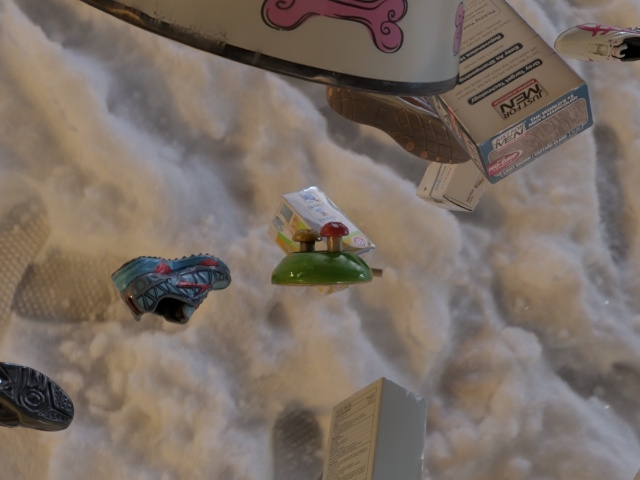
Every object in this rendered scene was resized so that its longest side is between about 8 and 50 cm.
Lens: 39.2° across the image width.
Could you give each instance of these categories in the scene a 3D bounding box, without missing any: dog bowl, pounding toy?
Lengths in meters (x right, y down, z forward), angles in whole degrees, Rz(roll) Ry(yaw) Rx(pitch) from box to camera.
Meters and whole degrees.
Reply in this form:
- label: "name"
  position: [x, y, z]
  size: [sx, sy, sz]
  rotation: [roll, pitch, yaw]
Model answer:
- label: "dog bowl"
  position: [-0.046, -0.274, 0.792]
  size: [0.408, 0.150, 0.408]
  rotation: [17, 23, -7]
- label: "pounding toy"
  position: [0.009, 0.021, 1.630]
  size: [0.183, 0.237, 0.110]
  rotation: [-1, 92, 16]

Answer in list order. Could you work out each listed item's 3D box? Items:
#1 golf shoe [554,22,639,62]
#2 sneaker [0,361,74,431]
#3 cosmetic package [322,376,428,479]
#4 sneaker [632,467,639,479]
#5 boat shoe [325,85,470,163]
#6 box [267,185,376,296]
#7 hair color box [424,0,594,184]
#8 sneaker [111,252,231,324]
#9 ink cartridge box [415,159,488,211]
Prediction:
- label: "golf shoe"
  position: [0.527, -0.362, 1.655]
  size: [0.186, 0.067, 0.086]
  rotation: [0, 23, 8]
- label: "sneaker"
  position: [-0.476, 0.238, 1.293]
  size: [0.228, 0.130, 0.087]
  rotation: [19, 38, -22]
- label: "cosmetic package"
  position: [0.086, 0.410, 1.535]
  size: [0.113, 0.160, 0.309]
  rotation: [31, 45, -20]
- label: "sneaker"
  position: [0.314, 0.229, 0.662]
  size: [0.147, 0.104, 0.296]
  rotation: [35, 21, 8]
- label: "boat shoe"
  position: [0.173, -0.266, 1.789]
  size: [0.324, 0.123, 0.116]
  rotation: [28, 56, -4]
- label: "box"
  position: [0.000, 0.000, 1.850]
  size: [0.103, 0.114, 0.203]
  rotation: [-17, 53, -40]
- label: "hair color box"
  position: [0.231, -0.262, 1.339]
  size: [0.174, 0.105, 0.347]
  rotation: [-31, 52, 2]
- label: "sneaker"
  position: [-0.264, 0.101, 1.662]
  size: [0.262, 0.104, 0.125]
  rotation: [-2, 62, -48]
- label: "ink cartridge box"
  position: [0.328, -0.159, 2.180]
  size: [0.092, 0.218, 0.158]
  rotation: [25, 89, -13]
